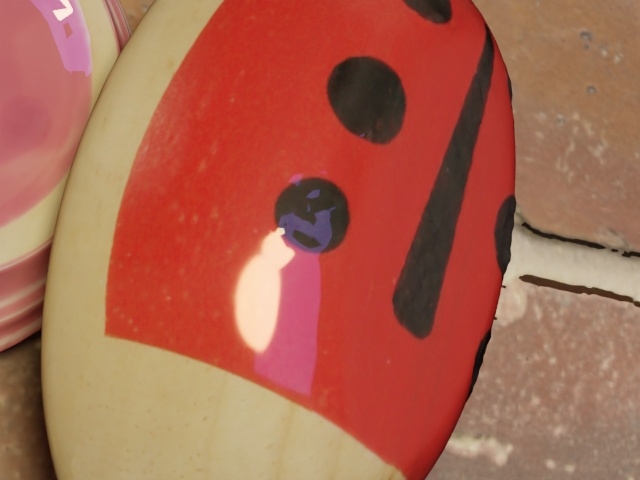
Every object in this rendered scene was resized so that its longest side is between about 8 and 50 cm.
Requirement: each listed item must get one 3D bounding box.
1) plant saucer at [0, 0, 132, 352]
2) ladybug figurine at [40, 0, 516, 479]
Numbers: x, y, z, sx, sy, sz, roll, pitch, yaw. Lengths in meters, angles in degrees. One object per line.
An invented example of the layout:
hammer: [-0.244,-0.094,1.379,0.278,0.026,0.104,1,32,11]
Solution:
plant saucer: [-0.241,-0.091,1.001,0.332,0.084,0.332,9,72,-29]
ladybug figurine: [0.000,0.000,1.034,0.305,0.162,0.449,39,58,-44]
